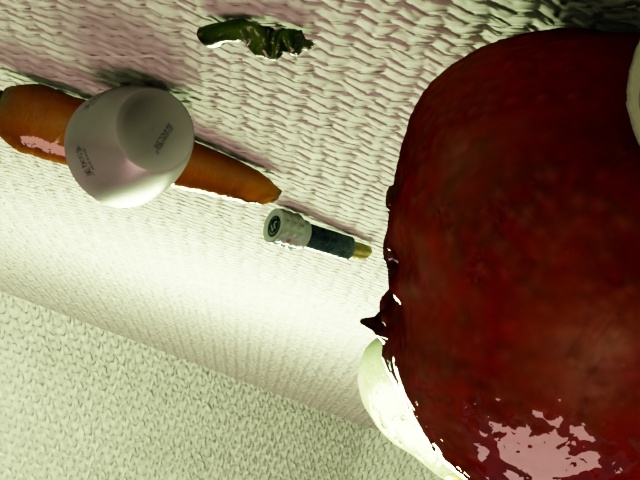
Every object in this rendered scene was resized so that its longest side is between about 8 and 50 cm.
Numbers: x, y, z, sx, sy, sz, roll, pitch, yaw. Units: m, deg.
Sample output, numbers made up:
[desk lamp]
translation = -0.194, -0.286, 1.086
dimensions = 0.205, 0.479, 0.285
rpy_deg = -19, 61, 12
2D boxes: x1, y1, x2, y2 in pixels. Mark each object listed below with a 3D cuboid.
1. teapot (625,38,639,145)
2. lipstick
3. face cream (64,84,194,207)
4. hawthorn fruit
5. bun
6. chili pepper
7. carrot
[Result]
[teapot]
translation = 0.199, -0.060, 0.626
dimensions = 0.183, 0.183, 0.251
rpy_deg = 17, -177, -7
[lipstick]
translation = 0.000, 0.000, 1.640
dimensions = 0.116, 0.037, 0.037
rpy_deg = 18, 171, -35
[face cream]
translation = -0.143, -0.074, 1.287
dimensions = 0.091, 0.091, 0.095
rpy_deg = 20, 162, -23
[hawthorn fruit]
translation = 0.178, 0.022, 0.871
dimensions = 0.307, 0.265, 0.265
rpy_deg = 8, 170, 0
[bun]
translation = 0.174, 0.228, 2.212
dimensions = 0.283, 0.179, 0.283
rpy_deg = 18, 173, 2
[chili pepper]
translation = -0.042, -0.125, 1.042
dimensions = 0.083, 0.022, 0.027
rpy_deg = 10, 136, 35
[carrot]
translation = -0.148, -0.073, 1.409
dimensions = 0.271, 0.062, 0.066
rpy_deg = 15, 138, -20
